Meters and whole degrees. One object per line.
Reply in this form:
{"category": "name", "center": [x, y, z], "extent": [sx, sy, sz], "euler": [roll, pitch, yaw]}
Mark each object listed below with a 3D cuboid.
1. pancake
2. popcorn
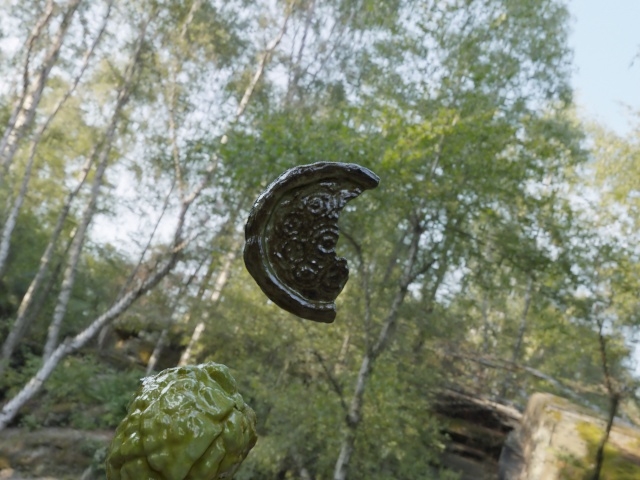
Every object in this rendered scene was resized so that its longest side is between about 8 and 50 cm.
{"category": "pancake", "center": [0.000, 0.000, 0.839], "extent": [0.184, 0.190, 0.020], "euler": [-18, -11, -6]}
{"category": "popcorn", "center": [-0.142, 0.217, 0.757], "extent": [0.142, 0.173, 0.173], "euler": [16, -16, 1]}
